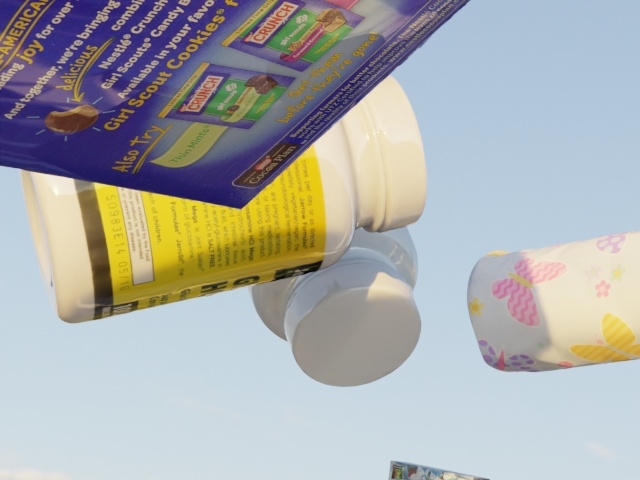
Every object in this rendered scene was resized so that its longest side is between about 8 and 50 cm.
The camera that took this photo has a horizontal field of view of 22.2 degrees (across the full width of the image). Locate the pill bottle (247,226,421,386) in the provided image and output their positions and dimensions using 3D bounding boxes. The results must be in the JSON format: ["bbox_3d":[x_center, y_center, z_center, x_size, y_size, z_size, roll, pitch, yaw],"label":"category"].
[{"bbox_3d":[0.000,0.000,1.690,0.176,0.318,0.176,-9,-51,-11],"label":"pill bottle"}]

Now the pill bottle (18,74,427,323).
[{"bbox_3d":[-0.086,-0.049,1.431,0.334,0.188,0.188,-12,-14,-14],"label":"pill bottle"}]

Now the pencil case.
[{"bbox_3d":[0.264,0.044,1.432,0.273,0.124,0.113,-13,-41,34],"label":"pencil case"}]

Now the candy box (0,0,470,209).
[{"bbox_3d":[-0.098,-0.151,0.815,0.317,0.122,0.268,9,-38,-42],"label":"candy box"}]

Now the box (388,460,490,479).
[{"bbox_3d":[0.118,0.285,1.704,0.027,0.094,0.137,11,-5,-35],"label":"box"}]
